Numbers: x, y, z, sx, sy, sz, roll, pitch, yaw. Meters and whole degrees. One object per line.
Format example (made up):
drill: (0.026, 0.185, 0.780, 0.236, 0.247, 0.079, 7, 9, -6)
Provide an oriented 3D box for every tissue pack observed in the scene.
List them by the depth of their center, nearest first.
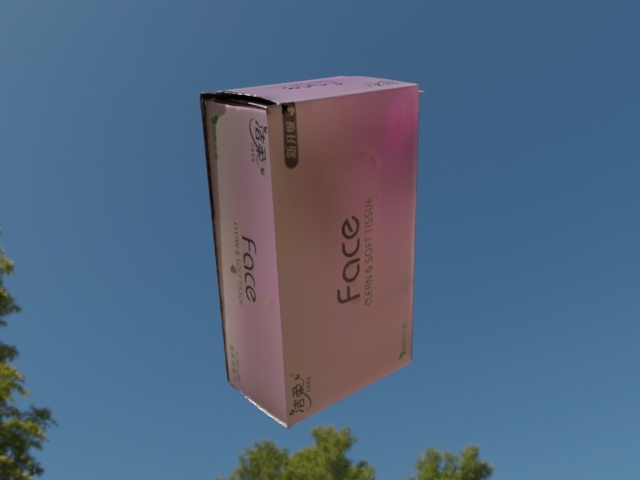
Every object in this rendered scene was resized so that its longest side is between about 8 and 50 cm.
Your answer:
tissue pack: (0.000, 0.000, 0.509, 0.149, 0.092, 0.246, -19, -64, -37)
